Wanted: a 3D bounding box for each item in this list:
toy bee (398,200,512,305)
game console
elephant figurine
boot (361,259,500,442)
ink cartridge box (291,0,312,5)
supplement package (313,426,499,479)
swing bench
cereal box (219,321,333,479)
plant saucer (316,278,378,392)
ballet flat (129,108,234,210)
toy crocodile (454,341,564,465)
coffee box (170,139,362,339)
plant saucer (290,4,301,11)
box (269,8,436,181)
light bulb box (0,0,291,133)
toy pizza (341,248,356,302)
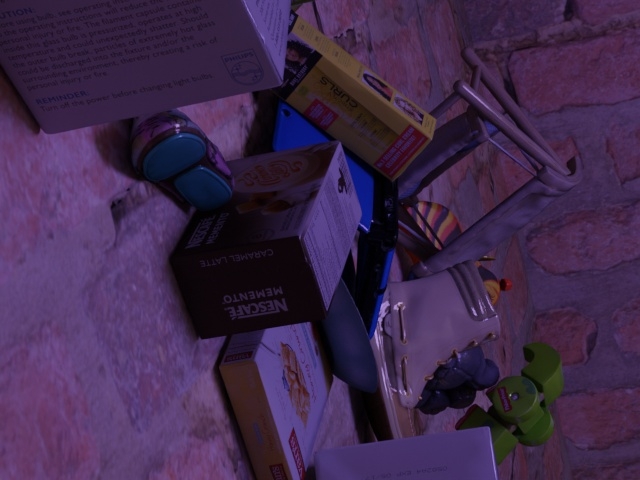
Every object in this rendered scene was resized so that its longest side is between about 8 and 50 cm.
[{"bbox_3d":[0.223,0.063,2.503,0.195,0.162,0.298,24,-50,52],"label":"toy bee"},{"bbox_3d":[0.010,-0.057,1.953,0.293,0.173,0.250,-84,-176,-57],"label":"game console"},{"bbox_3d":[0.159,0.127,2.300,0.169,0.186,0.239,12,50,-36],"label":"elephant figurine"},{"bbox_3d":[0.154,0.170,2.087,0.095,0.203,0.262,167,-92,-73],"label":"boot"},{"bbox_3d":[-0.044,-0.412,1.817,0.097,0.188,0.255,45,37,-64],"label":"ink cartridge box"},{"bbox_3d":[0.116,0.335,1.779,0.263,0.199,0.198,57,25,-77],"label":"supplement package"},{"bbox_3d":[0.199,-0.088,2.187,0.254,0.253,0.165,44,26,-12],"label":"swing bench"},{"bbox_3d":[-0.044,0.147,1.690,0.240,0.047,0.173,-72,149,-61],"label":"cereal box"},{"bbox_3d":[0.008,0.100,1.833,0.195,0.037,0.195,58,-17,28],"label":"plant saucer"},{"bbox_3d":[-0.141,-0.091,1.491,0.079,0.076,0.221,64,6,17],"label":"ballet flat"},{"bbox_3d":[0.235,0.288,2.212,0.105,0.340,0.115,37,-9,37],"label":"toy crocodile"},{"bbox_3d":[-0.051,-0.006,1.605,0.246,0.141,0.098,-68,144,-62],"label":"coffee box"},{"bbox_3d":[-0.053,-0.431,2.093,0.241,0.037,0.241,-12,90,-75],"label":"plant saucer"},{"bbox_3d":[0.026,-0.177,1.884,0.232,0.087,0.058,37,30,-12],"label":"box"},{"bbox_3d":[-0.176,-0.346,1.229,0.361,0.225,0.358,64,22,-44],"label":"light bulb box"},{"bbox_3d":[0.000,0.000,1.975,0.201,0.032,0.201,-17,90,-77],"label":"toy pizza"}]
